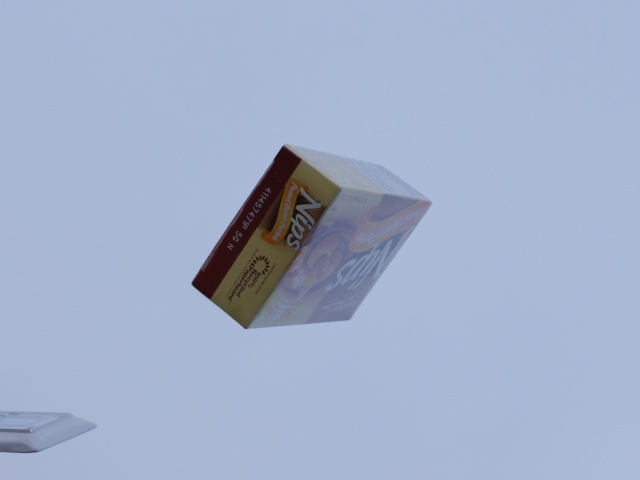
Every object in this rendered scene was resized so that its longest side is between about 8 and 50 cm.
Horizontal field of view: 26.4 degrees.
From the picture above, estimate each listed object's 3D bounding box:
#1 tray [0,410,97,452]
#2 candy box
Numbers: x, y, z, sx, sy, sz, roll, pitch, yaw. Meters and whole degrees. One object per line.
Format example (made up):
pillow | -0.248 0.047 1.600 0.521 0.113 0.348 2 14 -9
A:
tray | -0.482 0.281 2.041 0.270 0.145 0.030 -2 -84 30
candy box | 0.000 0.000 1.531 0.087 0.316 0.183 39 -78 17
